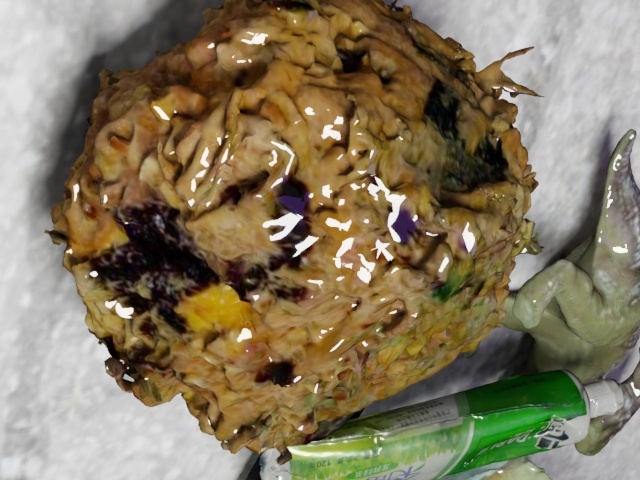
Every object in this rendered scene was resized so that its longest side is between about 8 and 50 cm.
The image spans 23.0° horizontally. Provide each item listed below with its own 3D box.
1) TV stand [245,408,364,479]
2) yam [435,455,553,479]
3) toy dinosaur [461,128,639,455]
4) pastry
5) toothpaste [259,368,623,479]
[{"bbox_3d":[0.019,0.072,0.987,0.036,0.042,0.249,16,109,-49],"label":"TV stand"},{"bbox_3d":[0.059,0.282,1.068,0.271,0.202,0.201,-35,173,-22],"label":"yam"},{"bbox_3d":[0.174,0.062,1.094,0.162,0.077,0.294,-28,148,-23],"label":"toy dinosaur"},{"bbox_3d":[0.000,0.000,0.800,0.275,0.193,0.275,-25,135,-27],"label":"pastry"},{"bbox_3d":[0.078,0.126,0.995,0.248,0.047,0.078,-12,135,-17],"label":"toothpaste"}]
